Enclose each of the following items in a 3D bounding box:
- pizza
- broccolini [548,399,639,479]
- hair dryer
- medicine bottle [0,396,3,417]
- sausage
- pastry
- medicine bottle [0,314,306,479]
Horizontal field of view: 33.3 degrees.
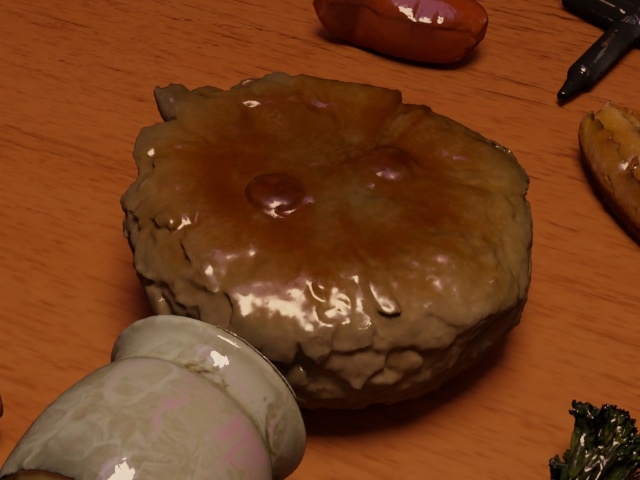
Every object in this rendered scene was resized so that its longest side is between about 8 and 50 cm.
[{"bbox_3d":[0.385,-0.033,0.920,0.288,0.074,0.251,-2,45,-4],"label":"pizza"},{"bbox_3d":[0.144,0.181,0.678,0.201,0.074,0.058,-43,22,-26],"label":"broccolini"},{"bbox_3d":[0.285,-0.208,1.130,0.195,0.050,0.173,-30,49,-28],"label":"hair dryer"},{"bbox_3d":[-0.305,0.122,0.675,0.188,0.094,0.119,-28,53,-30],"label":"medicine bottle"},{"bbox_3d":[0.083,-0.234,1.110,0.179,0.089,0.089,15,43,5],"label":"sausage"},{"bbox_3d":[0.000,0.000,0.803,0.330,0.136,0.329,3,42,-3],"label":"pastry"},{"bbox_3d":[-0.097,0.137,0.636,0.147,0.147,0.143,20,41,17],"label":"medicine bottle"}]
